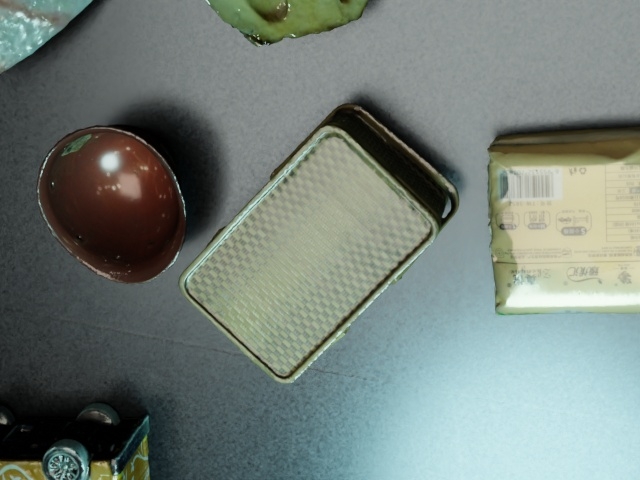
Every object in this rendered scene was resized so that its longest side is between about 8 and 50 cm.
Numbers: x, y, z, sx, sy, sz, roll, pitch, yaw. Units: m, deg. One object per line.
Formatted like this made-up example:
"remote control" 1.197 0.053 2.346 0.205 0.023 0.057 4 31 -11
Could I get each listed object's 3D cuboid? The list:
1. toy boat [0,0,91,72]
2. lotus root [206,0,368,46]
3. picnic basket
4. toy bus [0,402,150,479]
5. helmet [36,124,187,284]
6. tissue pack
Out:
"toy boat" -0.320 -0.265 1.325 0.206 0.096 0.282 22 88 -24
"lotus root" -0.041 -0.331 1.249 0.267 0.149 0.260 -28 128 -16
"picnic basket" 0.000 0.000 1.341 0.165 0.139 0.267 44 107 -2
"toy bus" -0.337 0.281 1.475 0.275 0.138 0.167 0 105 8
"helmet" -0.203 -0.050 1.383 0.155 0.106 0.175 -26 103 18
"tissue pack" 0.280 -0.018 1.311 0.222 0.090 0.186 -3 101 10
